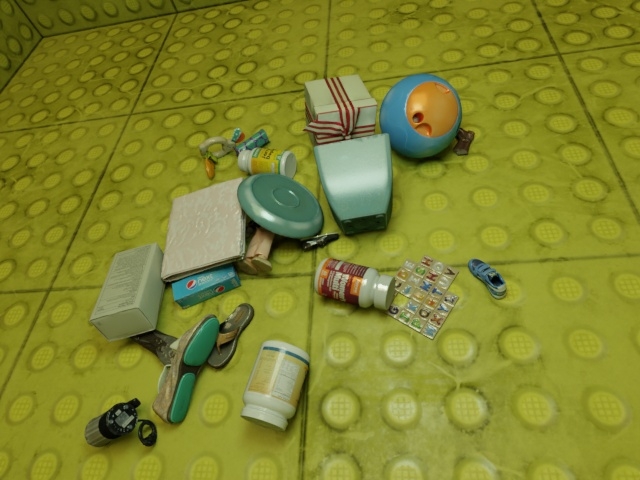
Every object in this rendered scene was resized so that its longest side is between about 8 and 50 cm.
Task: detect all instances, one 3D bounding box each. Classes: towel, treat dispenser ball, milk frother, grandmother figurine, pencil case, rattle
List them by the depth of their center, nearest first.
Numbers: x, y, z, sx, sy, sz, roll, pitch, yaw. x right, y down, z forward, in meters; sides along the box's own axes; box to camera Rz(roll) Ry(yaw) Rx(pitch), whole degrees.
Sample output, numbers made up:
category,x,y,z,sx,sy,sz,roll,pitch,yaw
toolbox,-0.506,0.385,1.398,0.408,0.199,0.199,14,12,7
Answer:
category,x,y,z,sx,sy,sz,roll,pitch,yaw
milk frother,-0.542,0.524,1.155,0.135,0.129,0.143,-34,80,31
towel,-0.394,-0.043,1.442,0.317,0.053,0.332,-15,56,17
grandmother figurine,-0.188,-0.047,1.469,0.208,0.104,0.342,-5,51,28
treat dispenser ball,0.354,-0.441,1.498,0.288,0.288,0.288,-6,54,9
rattle,-0.389,-0.363,1.734,0.200,0.130,0.143,-18,53,-13
pencil case,-0.287,-0.400,1.760,0.152,0.064,0.070,-38,18,-13

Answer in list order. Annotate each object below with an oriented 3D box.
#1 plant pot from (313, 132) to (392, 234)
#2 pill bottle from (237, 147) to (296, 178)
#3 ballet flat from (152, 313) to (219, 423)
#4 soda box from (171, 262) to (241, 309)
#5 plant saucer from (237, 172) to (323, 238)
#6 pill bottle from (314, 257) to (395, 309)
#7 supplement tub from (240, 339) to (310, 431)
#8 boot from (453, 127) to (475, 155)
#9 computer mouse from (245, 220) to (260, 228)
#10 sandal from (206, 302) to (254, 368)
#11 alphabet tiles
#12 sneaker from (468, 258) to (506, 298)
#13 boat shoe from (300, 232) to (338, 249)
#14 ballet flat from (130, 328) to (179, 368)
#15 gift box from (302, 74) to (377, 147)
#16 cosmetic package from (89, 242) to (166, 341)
category,x,y,z,sx,sy,sz,roll,pitch,yaw
plant pot,0.126,-0.164,1.395,0.247,0.248,0.252,-9,70,7
pill bottle,-0.210,-0.300,1.637,0.208,0.117,0.117,10,58,20
ballet flat,-0.396,0.351,1.202,0.106,0.107,0.316,11,71,30
soda box,-0.376,0.147,1.392,0.210,0.067,0.071,-22,53,-3
plant saucer,-0.125,-0.134,1.430,0.317,0.043,0.317,19,38,-16
pill bottle,0.103,0.131,1.254,0.221,0.121,0.121,12,59,23
supplement tub,-0.120,0.384,1.117,0.144,0.144,0.199,8,58,18
boot,0.511,-0.370,1.571,0.106,0.037,0.114,18,66,26
computer mouse,-0.264,-0.051,1.439,0.242,0.041,0.071,-19,44,41
sandal,-0.279,0.279,1.280,0.090,0.060,0.219,21,62,25
alphabet tiles,0.306,0.153,1.264,0.198,0.009,0.237,27,66,28
sneaker,0.490,0.100,1.227,0.053,0.059,0.144,-31,53,-6
boat shoe,0.000,0.000,1.426,0.133,0.049,0.042,-14,86,-7
ballet flat,-0.497,0.327,1.308,0.250,0.058,0.084,21,66,20
gift box,0.055,-0.443,1.599,0.276,0.255,0.258,-15,51,-5
cosmetic package,-0.607,0.157,1.368,0.160,0.113,0.309,-15,40,4
